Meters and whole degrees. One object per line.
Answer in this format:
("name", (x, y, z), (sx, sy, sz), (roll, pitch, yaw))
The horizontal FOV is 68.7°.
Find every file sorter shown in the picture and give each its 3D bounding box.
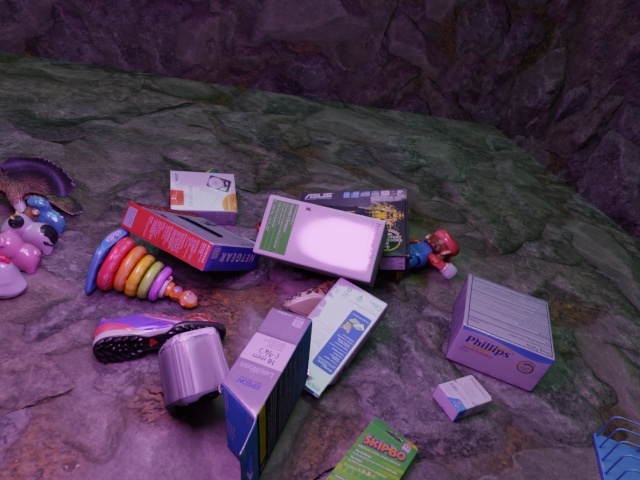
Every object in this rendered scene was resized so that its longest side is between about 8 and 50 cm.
("file sorter", (0.780, 0.549, 1.171), (0.118, 0.104, 0.170), (21, 33, 8))

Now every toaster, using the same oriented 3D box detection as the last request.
("toaster", (-0.278, 0.284, 1.032), (0.129, 0.227, 0.146), (-9, 72, -33))

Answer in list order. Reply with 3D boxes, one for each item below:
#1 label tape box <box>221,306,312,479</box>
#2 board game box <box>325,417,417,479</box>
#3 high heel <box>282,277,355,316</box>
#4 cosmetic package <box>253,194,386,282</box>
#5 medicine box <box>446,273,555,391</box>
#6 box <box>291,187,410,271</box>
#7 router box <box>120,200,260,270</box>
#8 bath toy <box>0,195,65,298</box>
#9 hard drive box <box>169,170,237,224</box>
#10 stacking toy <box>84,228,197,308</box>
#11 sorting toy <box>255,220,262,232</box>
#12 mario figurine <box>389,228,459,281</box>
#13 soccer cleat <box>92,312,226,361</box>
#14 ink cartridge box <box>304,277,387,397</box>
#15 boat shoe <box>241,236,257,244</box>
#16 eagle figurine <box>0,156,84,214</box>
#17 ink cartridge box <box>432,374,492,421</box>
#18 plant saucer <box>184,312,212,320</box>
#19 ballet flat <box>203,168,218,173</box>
("label tape box", (-0.130, 0.342, 0.987), (0.106, 0.240, 0.333), (16, 39, 14))
("board game box", (0.106, 0.512, 1.030), (0.124, 0.039, 0.259), (31, 39, 23))
("high heel", (-0.008, 0.161, 1.482), (0.262, 0.093, 0.186), (-2, 24, -18))
("cosmetic package", (0.007, 0.003, 1.442), (0.366, 0.196, 0.155), (12, -9, 14))
("medicine box", (0.552, 0.274, 1.453), (0.264, 0.149, 0.289), (21, 34, 10))
("box", (0.108, -0.037, 1.631), (0.396, 0.097, 0.318), (-1, 47, 10))
("router box", (-0.377, -0.007, 1.439), (0.301, 0.082, 0.335), (25, 4, 16))
("bath toy", (-0.852, 0.013, 1.323), (0.152, 0.128, 0.348), (7, 34, -11))
("hard drive box", (-0.431, -0.154, 1.716), (0.233, 0.089, 0.180), (0, 58, -20))
("stacking toy", (-0.484, 0.111, 1.325), (0.302, 0.165, 0.175), (28, 25, -4))
("sorting toy", (-0.193, -0.036, 1.737), (0.102, 0.042, 0.061), (27, 49, -2))
("mario figurine", (0.378, 0.075, 1.749), (0.321, 0.170, 0.197), (-14, 78, -21))
("soccer cleat", (-0.406, 0.228, 1.198), (0.319, 0.108, 0.116), (-3, 33, -21))
("ink cartridge box", (0.028, 0.264, 1.283), (0.166, 0.065, 0.332), (31, 58, 23))
("boat shoe", (-0.237, 0.019, 1.631), (0.142, 0.049, 0.040), (17, 14, 1))
("eagle figurine", (-0.942, -0.164, 1.508), (0.299, 0.225, 0.226), (-14, 29, -20))
("ink cartridge box", (0.380, 0.421, 1.256), (0.123, 0.052, 0.088), (-7, 39, -27))
("plant saucer", (-0.340, 0.234, 1.293), (0.084, 0.013, 0.083), (10, 34, -7))
("ballet flat", (-0.470, -0.224, 1.881), (0.078, 0.077, 0.230), (-3, 35, 4))
